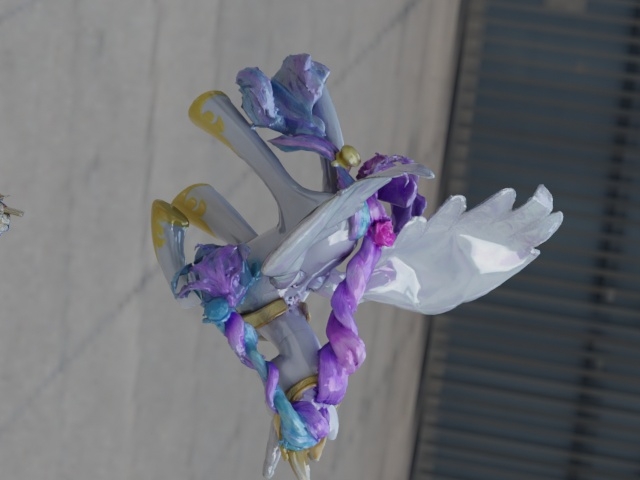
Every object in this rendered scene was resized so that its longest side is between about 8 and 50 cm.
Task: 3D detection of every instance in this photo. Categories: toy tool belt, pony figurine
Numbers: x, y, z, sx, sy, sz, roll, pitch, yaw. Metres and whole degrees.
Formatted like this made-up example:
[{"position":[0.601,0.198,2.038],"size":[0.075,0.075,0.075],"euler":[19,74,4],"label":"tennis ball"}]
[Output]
[{"position":[-0.283,-0.021,1.629],"size":[0.083,0.051,0.052],"euler":[-172,-105,-67],"label":"toy tool belt"},{"position":[0.000,0.000,1.799],"size":[0.302,0.363,0.351],"euler":[16,127,-47],"label":"pony figurine"}]
